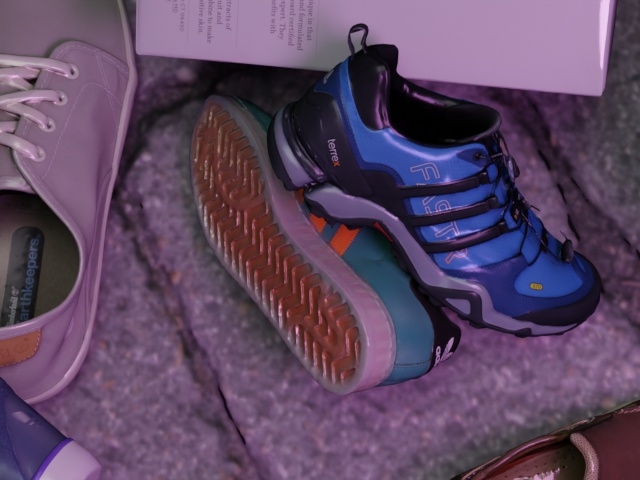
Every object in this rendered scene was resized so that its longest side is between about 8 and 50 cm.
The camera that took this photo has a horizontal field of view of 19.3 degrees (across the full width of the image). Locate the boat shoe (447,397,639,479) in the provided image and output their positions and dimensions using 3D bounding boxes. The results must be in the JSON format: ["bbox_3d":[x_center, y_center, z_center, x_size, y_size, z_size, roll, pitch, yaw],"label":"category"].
[{"bbox_3d":[0.208,0.178,1.424,0.257,0.095,0.095,-23,72,-1],"label":"boat shoe"}]

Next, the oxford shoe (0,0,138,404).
[{"bbox_3d":[-0.243,-0.092,1.537,0.169,0.130,0.449,-2,72,7],"label":"oxford shoe"}]

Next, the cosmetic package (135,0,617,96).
[{"bbox_3d":[0.053,-0.215,1.489,0.365,0.197,0.155,4,105,7],"label":"cosmetic package"}]

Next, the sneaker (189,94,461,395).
[{"bbox_3d":[0.000,0.000,1.505,0.121,0.108,0.302,-3,48,-39],"label":"sneaker"}]

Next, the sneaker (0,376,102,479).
[{"bbox_3d":[-0.337,0.232,1.419,0.236,0.130,0.323,32,93,6],"label":"sneaker"}]

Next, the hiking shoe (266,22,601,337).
[{"bbox_3d":[0.109,-0.031,1.418,0.304,0.132,0.113,30,36,-22],"label":"hiking shoe"}]
